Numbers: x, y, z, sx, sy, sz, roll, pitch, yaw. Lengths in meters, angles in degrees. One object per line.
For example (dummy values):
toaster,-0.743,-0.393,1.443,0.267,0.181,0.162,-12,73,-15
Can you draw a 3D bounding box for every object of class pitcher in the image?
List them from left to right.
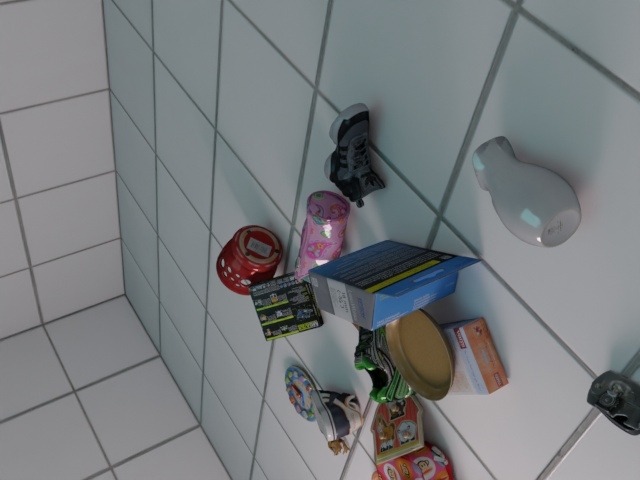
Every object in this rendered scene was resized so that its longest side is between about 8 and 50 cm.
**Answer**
pitcher,0.363,-0.064,1.291,0.207,0.125,0.178,55,172,45

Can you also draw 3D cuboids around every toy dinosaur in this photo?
toy dinosaur,0.042,0.642,2.380,0.112,0.064,0.211,45,144,40

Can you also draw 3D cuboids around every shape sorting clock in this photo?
shape sorting clock,-0.066,0.532,2.521,0.206,0.040,0.206,40,141,43

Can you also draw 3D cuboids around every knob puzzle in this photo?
knob puzzle,0.193,0.472,1.923,0.213,0.030,0.213,-33,44,40

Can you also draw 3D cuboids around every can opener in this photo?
can opener,0.578,0.311,1.218,0.283,0.076,0.095,29,164,51

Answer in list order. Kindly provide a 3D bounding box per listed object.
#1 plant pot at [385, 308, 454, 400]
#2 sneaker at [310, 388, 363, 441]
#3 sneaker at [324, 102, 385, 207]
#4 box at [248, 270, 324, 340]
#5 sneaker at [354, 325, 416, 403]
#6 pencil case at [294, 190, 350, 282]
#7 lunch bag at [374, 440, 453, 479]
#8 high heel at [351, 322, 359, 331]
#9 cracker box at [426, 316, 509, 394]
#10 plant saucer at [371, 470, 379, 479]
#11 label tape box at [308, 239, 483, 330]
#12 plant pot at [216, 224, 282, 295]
plant pot,0.232,0.250,1.667,0.236,0.032,0.236,40,141,44
sneaker,0.050,0.532,2.243,0.321,0.127,0.126,-159,55,-79
sneaker,0.092,-0.189,1.695,0.153,0.101,0.268,55,155,23
box,-0.107,0.200,2.242,0.045,0.190,0.184,-41,-68,-72
sneaker,0.146,0.248,1.839,0.134,0.146,0.344,-19,91,62
pencil case,0.000,0.000,1.961,0.124,0.124,0.284,51,147,30
lunch bag,0.271,0.674,1.931,0.258,0.120,0.293,8,114,59
high heel,0.098,0.238,1.947,0.082,0.117,0.244,-8,101,62
cracker box,0.306,0.267,1.651,0.232,0.067,0.156,-24,86,63
plant saucer,0.220,0.774,2.167,0.200,0.037,0.200,47,148,42
label tape box,0.163,0.100,1.604,0.333,0.240,0.106,15,121,57
plant pot,-0.220,0.054,2.326,0.191,0.191,0.174,59,142,19
